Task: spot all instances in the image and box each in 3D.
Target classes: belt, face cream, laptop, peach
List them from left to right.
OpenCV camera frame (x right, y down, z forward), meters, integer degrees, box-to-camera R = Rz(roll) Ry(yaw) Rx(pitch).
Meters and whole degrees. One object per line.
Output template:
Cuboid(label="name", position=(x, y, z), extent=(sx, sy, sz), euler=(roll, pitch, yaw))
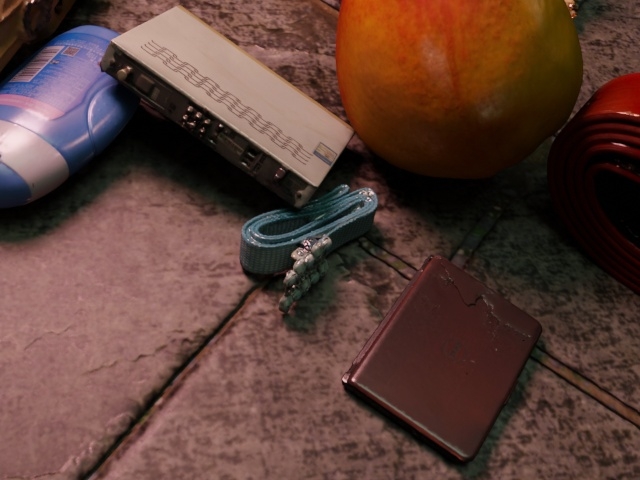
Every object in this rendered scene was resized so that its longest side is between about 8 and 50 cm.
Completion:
Cuboid(label="face cream", position=(-0.295, -0.133, 0.940), extent=(0.149, 0.083, 0.264), euler=(17, 48, 13))
Cuboid(label="belt", position=(0.001, -0.004, 0.943), extent=(0.179, 0.065, 0.100), euler=(-26, 53, -31))
Cuboid(label="peach", position=(0.144, -0.231, 0.988), extent=(0.308, 0.289, 0.289), euler=(45, 38, -34))
Cuboid(label="laptop", position=(0.134, 0.120, 0.908), extent=(0.154, 0.026, 0.207), euler=(34, 52, 8))
Cuboid(label="belt", position=(0.418, -0.041, 0.992), extent=(0.324, 0.227, 0.115), euler=(44, 56, 6))

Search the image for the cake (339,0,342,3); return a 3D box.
Cuboid(label="cake", position=(0.104, -0.344, 1.227), extent=(0.115, 0.113, 0.295), euler=(-12, 51, -27))

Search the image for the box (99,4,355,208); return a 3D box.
Cuboid(label="box", position=(-0.098, -0.157, 0.986), extent=(0.270, 0.045, 0.211), euler=(34, 32, -4))

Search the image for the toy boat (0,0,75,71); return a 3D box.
Cuboid(label="toy boat", position=(-0.348, -0.335, 1.037), extent=(0.135, 0.162, 0.446), euler=(16, 46, -3))

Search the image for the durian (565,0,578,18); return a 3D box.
Cuboid(label="durian", position=(0.288, -0.484, 1.399), extent=(0.305, 0.186, 0.196), euler=(16, 26, 7))
